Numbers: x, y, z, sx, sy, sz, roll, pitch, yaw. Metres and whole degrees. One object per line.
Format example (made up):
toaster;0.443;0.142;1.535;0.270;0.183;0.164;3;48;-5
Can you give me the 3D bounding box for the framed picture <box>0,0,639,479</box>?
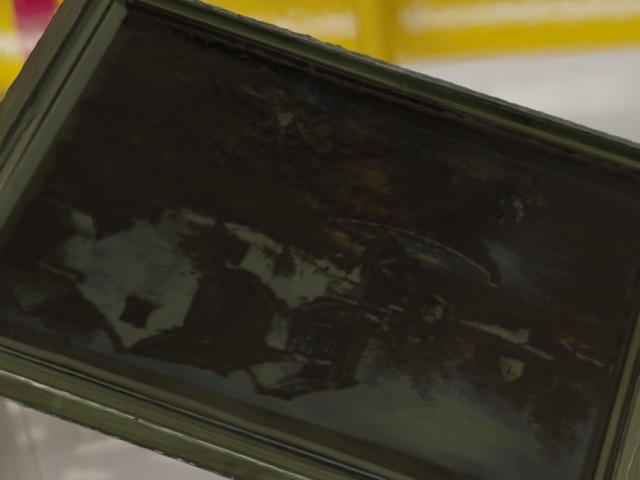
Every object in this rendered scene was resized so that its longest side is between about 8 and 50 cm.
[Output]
framed picture;0.000;0.000;0.775;0.296;0.019;0.232;18;-130;5
